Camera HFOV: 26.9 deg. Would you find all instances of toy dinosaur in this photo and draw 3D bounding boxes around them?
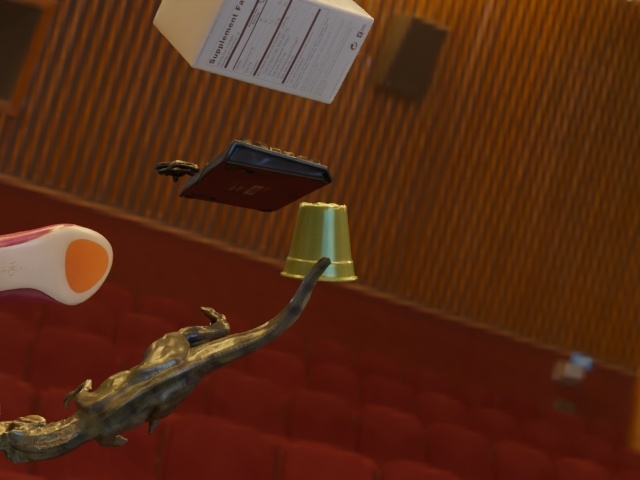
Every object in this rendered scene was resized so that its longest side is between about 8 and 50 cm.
[{"bbox_3d":[-0.105,0.092,0.943,0.268,0.064,0.118,-30,-3,-2],"label":"toy dinosaur"}]

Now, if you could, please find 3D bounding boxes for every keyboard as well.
[{"bbox_3d":[-0.064,-0.048,0.978,0.108,0.023,0.180,10,-9,-14],"label":"keyboard"}]

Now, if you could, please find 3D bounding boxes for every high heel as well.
[{"bbox_3d":[-0.307,0.028,1.279,0.117,0.082,0.244,5,14,29],"label":"high heel"}]

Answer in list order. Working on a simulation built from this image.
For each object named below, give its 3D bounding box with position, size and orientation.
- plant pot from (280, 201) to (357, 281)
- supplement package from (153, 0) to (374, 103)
[{"bbox_3d":[0.000,0.000,1.429,0.083,0.079,0.083,3,5,0],"label":"plant pot"},{"bbox_3d":[-0.058,-0.222,1.357,0.179,0.105,0.105,11,27,-39],"label":"supplement package"}]
